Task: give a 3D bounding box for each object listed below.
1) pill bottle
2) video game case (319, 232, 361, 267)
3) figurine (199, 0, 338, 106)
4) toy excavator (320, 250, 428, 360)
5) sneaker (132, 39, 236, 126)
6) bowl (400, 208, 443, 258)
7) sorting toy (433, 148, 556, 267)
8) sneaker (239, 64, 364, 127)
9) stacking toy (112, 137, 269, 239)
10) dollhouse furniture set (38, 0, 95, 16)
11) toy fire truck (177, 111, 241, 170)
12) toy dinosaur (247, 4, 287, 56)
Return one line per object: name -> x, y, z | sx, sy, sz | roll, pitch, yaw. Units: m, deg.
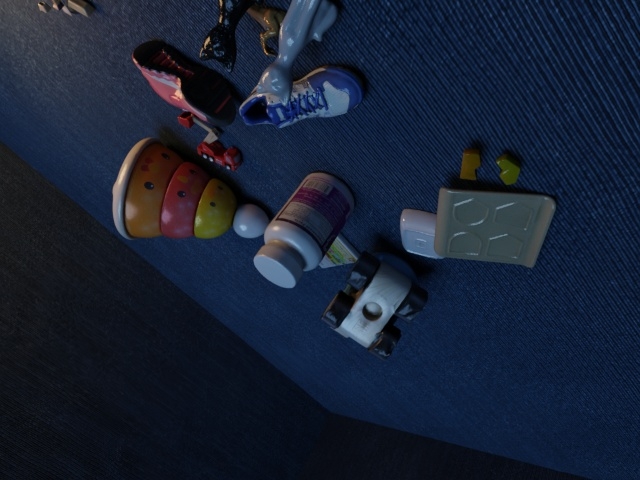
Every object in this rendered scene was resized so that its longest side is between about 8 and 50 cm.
pill bottle -> -0.044, -0.027, 1.109 | 0.169, 0.302, 0.169 | 25, 149, 16
video game case -> 0.000, 0.000, 1.382 | 0.227, 0.026, 0.206 | 47, 148, -19
figurine -> -0.106, -0.386, 0.774 | 0.214, 0.092, 0.209 | 32, 116, 2
toy excavator -> 0.152, 0.210, 1.372 | 0.222, 0.445, 0.433 | 33, 109, 4
sneaker -> -0.342, -0.393, 1.097 | 0.313, 0.116, 0.136 | 38, 161, 7
bowl -> 0.270, -0.009, 1.081 | 0.141, 0.053, 0.142 | 16, 144, 27
sorting toy -> 0.371, -0.065, 0.901 | 0.228, 0.041, 0.307 | 9, 138, 18
sneaker -> -0.047, -0.292, 0.906 | 0.296, 0.131, 0.112 | 6, 138, 37
stacking toy -> -0.406, -0.124, 1.415 | 0.479, 0.351, 0.351 | 14, 150, -5
dollhouse furniture set -> -0.665, -0.607, 1.118 | 0.114, 0.091, 0.081 | 30, 165, 1
toy fire truck -> -0.326, -0.299, 1.248 | 0.192, 0.047, 0.135 | 27, 148, 11
toy dinosaur -> -0.100, -0.439, 0.836 | 0.211, 0.064, 0.112 | 25, 121, 7
